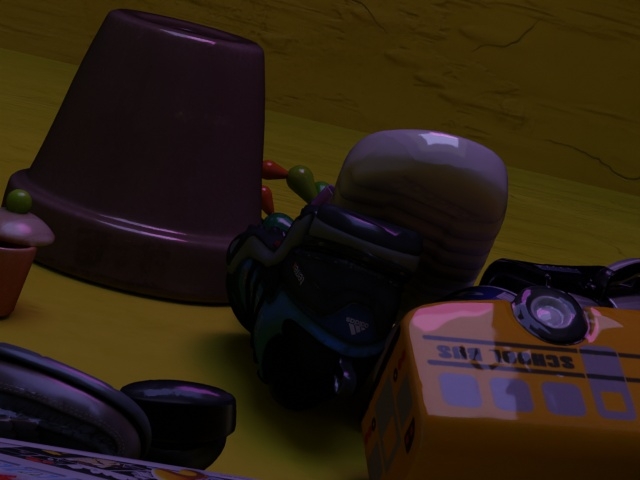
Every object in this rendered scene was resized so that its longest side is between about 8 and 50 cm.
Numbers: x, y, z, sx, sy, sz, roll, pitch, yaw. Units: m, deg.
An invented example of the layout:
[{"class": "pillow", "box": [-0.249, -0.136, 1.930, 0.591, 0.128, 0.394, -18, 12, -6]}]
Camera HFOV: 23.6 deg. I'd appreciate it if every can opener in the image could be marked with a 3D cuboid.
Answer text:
[{"class": "can opener", "box": [-0.143, 0.106, 0.893, 0.186, 0.073, 0.059, 4, 20, -7]}]

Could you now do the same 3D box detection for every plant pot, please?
[{"class": "plant pot", "box": [-0.152, -0.088, 1.425, 0.263, 0.229, 0.263, 14, 12, -3]}]

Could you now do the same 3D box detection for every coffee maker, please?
[{"class": "coffee maker", "box": [0.219, 0.079, 1.438, 0.171, 0.120, 0.178, -7, -8, 43]}]

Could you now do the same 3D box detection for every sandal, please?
[{"class": "sandal", "box": [0.061, -0.016, 1.250, 0.169, 0.102, 0.416, 18, -19, -11]}]

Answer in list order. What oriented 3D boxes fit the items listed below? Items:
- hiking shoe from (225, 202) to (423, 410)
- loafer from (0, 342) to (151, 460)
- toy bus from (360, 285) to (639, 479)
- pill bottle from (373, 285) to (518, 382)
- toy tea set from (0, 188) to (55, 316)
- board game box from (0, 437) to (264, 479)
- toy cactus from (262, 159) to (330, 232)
[{"class": "hiking shoe", "box": [-0.023, 0.060, 1.149, 0.113, 0.132, 0.304, 20, -14, -9]}, {"class": "loafer", "box": [-0.225, 0.098, 0.797, 0.267, 0.096, 0.084, 13, 46, 6]}, {"class": "toy bus", "box": [0.200, 0.117, 0.991, 0.332, 0.108, 0.130, 6, 43, -15]}, {"class": "pill bottle", "box": [0.118, 0.093, 1.167, 0.112, 0.112, 0.186, 18, 10, 17]}, {"class": "toy tea set", "box": [-0.369, -0.045, 1.177, 0.336, 0.124, 0.200, 13, 11, -9]}, {"class": "board game box", "box": [-0.122, 0.144, 0.665, 0.305, 0.053, 0.193, 9, 11, -3]}, {"class": "toy cactus", "box": [0.000, 0.000, 1.597, 0.219, 0.112, 0.180, 14, 29, -18]}]
